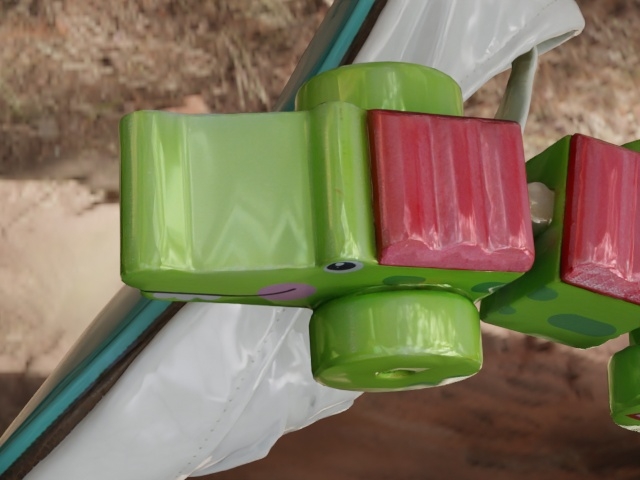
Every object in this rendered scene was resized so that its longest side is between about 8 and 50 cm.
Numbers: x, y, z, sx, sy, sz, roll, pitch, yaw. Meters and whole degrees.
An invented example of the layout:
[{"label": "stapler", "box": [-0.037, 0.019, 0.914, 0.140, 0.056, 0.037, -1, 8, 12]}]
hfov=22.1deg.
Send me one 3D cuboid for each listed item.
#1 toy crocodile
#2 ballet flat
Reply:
[{"label": "toy crocodile", "box": [0.090, 0.000, 0.617, 0.340, 0.115, 0.105, 9, 159, -20]}, {"label": "ballet flat", "box": [0.000, 0.000, 0.777, 0.400, 0.139, 0.139, -54, 132, -16]}]
